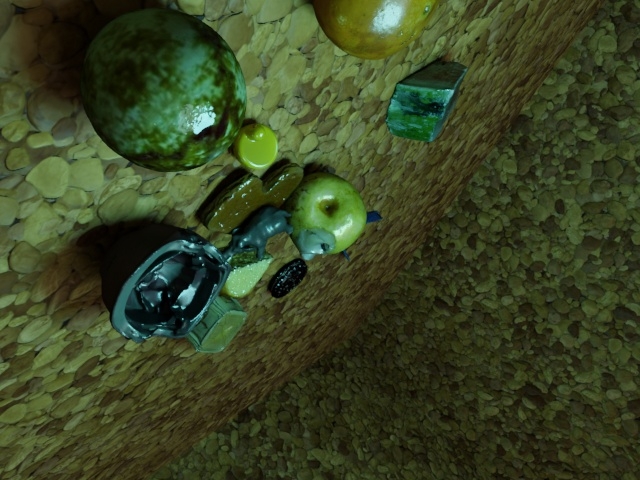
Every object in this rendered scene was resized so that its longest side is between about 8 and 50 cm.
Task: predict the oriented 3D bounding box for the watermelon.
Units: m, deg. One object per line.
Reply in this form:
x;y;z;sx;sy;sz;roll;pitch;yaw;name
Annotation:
0.375;-0.461;1.710;0.302;0.151;0.264;-39;160;-17;watermelon

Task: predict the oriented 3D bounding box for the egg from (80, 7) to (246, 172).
-0.230;-0.223;0.809;0.238;0.238;0.289;-48;171;6;egg

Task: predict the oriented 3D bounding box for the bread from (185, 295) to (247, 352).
-0.360;0.281;1.765;0.192;0.110;0.210;-53;161;3;bread

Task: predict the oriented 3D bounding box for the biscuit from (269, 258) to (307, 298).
-0.127;0.153;2.067;0.194;0.053;0.194;-39;159;-18;biscuit

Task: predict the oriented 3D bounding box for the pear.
0.009;-0.080;1.581;0.271;0.271;0.271;-39;160;-17;pear

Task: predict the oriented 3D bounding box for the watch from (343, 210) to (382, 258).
0.133;-0.008;2.286;0.276;0.068;0.274;-54;164;23;watch

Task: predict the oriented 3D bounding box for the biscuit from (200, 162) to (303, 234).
-0.180;-0.123;1.391;0.262;0.052;0.277;-47;163;14;biscuit

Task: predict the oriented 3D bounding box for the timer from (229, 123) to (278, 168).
-0.145;-0.217;1.191;0.107;0.109;0.107;-7;102;-33;timer

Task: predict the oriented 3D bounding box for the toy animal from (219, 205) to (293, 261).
-0.192;-0.001;1.437;0.269;0.082;0.137;-36;160;-9;toy animal

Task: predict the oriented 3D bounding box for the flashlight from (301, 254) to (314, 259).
0.000;0.000;2.031;0.200;0.047;0.093;-50;161;10;flashlight

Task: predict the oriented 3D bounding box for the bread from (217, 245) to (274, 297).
-0.259;0.094;1.521;0.260;0.129;0.134;-21;134;-56;bread

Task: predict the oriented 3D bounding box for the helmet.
-0.375;0.075;1.179;0.271;0.197;0.338;-56;153;5;helmet

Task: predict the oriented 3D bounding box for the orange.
0.116;-0.495;0.999;0.284;0.226;0.284;-47;164;-18;orange

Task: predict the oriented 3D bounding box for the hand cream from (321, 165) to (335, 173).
-0.008;-0.161;1.708;0.067;0.043;0.209;-24;157;-44;hand cream

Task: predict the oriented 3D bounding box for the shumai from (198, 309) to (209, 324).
-0.413;0.219;1.590;0.139;0.105;0.123;-15;-171;-40;shumai
